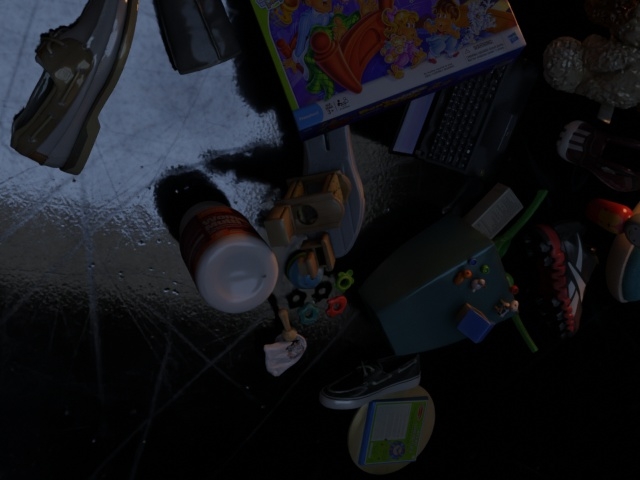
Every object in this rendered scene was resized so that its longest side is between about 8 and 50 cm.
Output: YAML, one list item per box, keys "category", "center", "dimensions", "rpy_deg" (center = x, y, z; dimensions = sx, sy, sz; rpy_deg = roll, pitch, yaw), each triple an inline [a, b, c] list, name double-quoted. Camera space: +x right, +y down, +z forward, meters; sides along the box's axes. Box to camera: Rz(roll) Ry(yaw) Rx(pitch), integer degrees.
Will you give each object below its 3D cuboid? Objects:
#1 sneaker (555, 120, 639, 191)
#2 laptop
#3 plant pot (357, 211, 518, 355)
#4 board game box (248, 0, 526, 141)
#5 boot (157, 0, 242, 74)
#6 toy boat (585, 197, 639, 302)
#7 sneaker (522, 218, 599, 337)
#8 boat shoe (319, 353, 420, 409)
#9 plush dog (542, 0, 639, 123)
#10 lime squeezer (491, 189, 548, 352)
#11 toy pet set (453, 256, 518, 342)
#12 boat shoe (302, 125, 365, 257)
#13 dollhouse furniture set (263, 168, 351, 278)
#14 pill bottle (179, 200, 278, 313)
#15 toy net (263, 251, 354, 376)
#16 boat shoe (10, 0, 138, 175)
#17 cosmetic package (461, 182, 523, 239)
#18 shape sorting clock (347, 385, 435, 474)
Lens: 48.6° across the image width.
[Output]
- category: "sneaker"
  center: [0.603, -0.142, 1.370]
  dimensions: [0.281, 0.162, 0.106]
  rpy_deg: [13, 104, -25]
- category: "laptop"
  center: [0.253, -0.229, 1.210]
  dimensions: [0.264, 0.136, 0.234]
  rpy_deg: [17, 103, -17]
- category: "plant pot"
  center: [0.203, 0.095, 1.301]
  dimensions: [0.234, 0.166, 0.165]
  rpy_deg: [-30, 117, -6]
- category: "board game box"
  center: [0.091, -0.320, 1.048]
  dimensions: [0.347, 0.078, 0.233]
  rpy_deg: [-21, 85, 0]
- category: "boot"
  center: [-0.160, -0.368, 1.030]
  dimensions: [0.189, 0.076, 0.208]
  rpy_deg: [-22, 110, 3]
- category: "toy boat"
  center: [0.660, 0.001, 1.425]
  dimensions: [0.318, 0.148, 0.267]
  rpy_deg: [21, 99, -43]
- category: "sneaker"
  center: [0.507, 0.074, 1.448]
  dimensions: [0.135, 0.097, 0.276]
  rpy_deg: [-23, 115, -10]
- category: "boat shoe"
  center: [0.096, 0.262, 1.370]
  dimensions: [0.219, 0.078, 0.070]
  rpy_deg: [-13, 114, -26]
- category: "plush dog"
  center: [0.546, -0.346, 1.211]
  dimensions: [0.262, 0.211, 0.225]
  rpy_deg: [-20, 142, -17]
- category: "lime squeezer"
  center: [0.376, 0.057, 1.379]
  dimensions: [0.110, 0.059, 0.310]
  rpy_deg: [4, 85, 14]
- category: "toy pet set"
  center: [0.279, 0.111, 1.207]
  dimensions: [0.122, 0.065, 0.114]
  rpy_deg: [30, 102, -24]
- category: "boat shoe"
  center: [0.021, -0.121, 1.180]
  dimensions: [0.109, 0.094, 0.302]
  rpy_deg: [1, 114, 8]
- category: "dollhouse furniture set"
  center: [0.000, 0.000, 1.084]
  dimensions: [0.101, 0.182, 0.161]
  rpy_deg: [-9, 113, 13]
- category: "pill bottle"
  center: [-0.151, 0.016, 1.091]
  dimensions: [0.121, 0.221, 0.121]
  rpy_deg: [-7, 112, -19]
- category: "toy net"
  center: [-0.031, 0.140, 1.290]
  dimensions: [0.122, 0.045, 0.232]
  rpy_deg: [17, 103, -28]
- category: "boat shoe"
  center: [-0.340, -0.241, 0.983]
  dimensions: [0.103, 0.113, 0.302]
  rpy_deg: [16, 103, -32]
- category: "cosmetic package"
  center: [0.326, -0.048, 1.362]
  dimensions: [0.115, 0.041, 0.060]
  rpy_deg: [-43, 118, -2]
- category: "shape sorting clock"
  center: [0.146, 0.383, 1.449]
  dimensions: [0.206, 0.040, 0.206]
  rpy_deg: [-6, 107, -21]
